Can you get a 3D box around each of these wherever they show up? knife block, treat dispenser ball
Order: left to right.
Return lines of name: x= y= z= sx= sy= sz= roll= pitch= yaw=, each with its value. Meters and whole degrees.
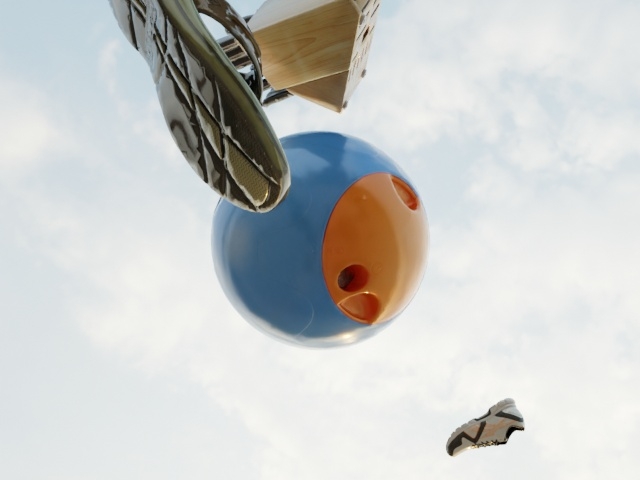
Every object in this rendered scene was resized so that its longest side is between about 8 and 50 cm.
knife block: x=-0.053 y=-0.286 z=0.884 sx=0.242 sy=0.088 sz=0.276 roll=25 pitch=-26 yaw=6
treat dispenser ball: x=0.000 y=0.000 z=0.861 sx=0.288 sy=0.288 sz=0.288 roll=3 pitch=-64 yaw=7

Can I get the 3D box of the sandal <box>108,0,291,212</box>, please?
sandal: x=-0.098 y=-0.164 z=0.547 sx=0.303 sy=0.086 sz=0.120 roll=61 pitch=-30 yaw=13

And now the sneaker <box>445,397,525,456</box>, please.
sneaker: x=0.207 y=0.243 z=0.818 sx=0.109 sy=0.044 sz=0.040 roll=-36 pitch=-37 yaw=7
